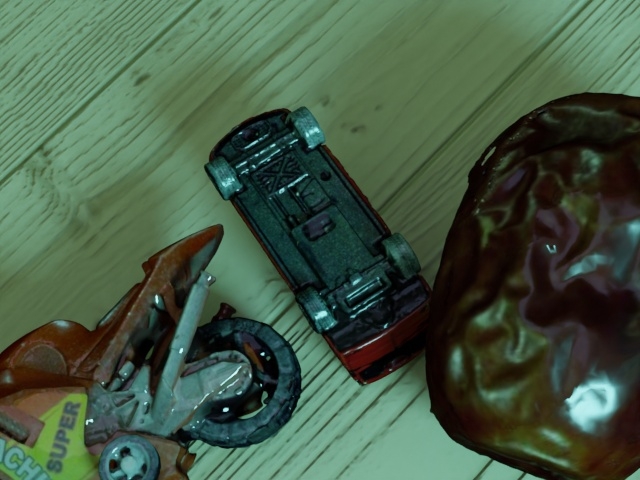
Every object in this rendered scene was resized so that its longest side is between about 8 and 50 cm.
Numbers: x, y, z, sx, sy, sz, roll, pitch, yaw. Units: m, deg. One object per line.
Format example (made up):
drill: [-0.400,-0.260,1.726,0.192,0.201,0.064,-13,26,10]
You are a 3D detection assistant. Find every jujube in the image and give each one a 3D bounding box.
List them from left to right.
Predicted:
jujube: [0.164,0.026,0.823,0.183,0.183,0.243,16,76,19]

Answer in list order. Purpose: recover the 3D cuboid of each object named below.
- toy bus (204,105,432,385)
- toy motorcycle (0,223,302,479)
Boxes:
toy bus: [0.000,0.000,0.909,0.081,0.089,0.195,-32,62,-7]
toy motorcycle: [-0.161,0.117,0.880,0.298,0.089,0.171,-31,63,-5]
